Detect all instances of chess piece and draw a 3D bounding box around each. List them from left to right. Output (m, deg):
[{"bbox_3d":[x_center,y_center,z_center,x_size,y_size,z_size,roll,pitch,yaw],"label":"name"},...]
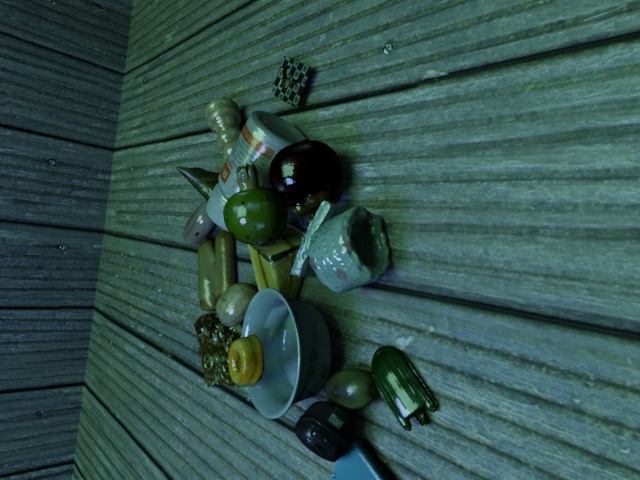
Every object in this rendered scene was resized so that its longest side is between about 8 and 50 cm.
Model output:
[{"bbox_3d":[-0.343,-0.399,1.723,0.142,0.142,0.261,-38,65,37],"label":"chess piece"}]

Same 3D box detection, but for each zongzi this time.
[{"bbox_3d":[-0.435,-0.194,1.723,0.094,0.204,0.205,-44,55,23],"label":"zongzi"}]

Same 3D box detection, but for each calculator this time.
[{"bbox_3d":[0.127,0.630,1.102,0.293,0.051,0.173,44,117,42],"label":"calculator"}]

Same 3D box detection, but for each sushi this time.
[{"bbox_3d":[-0.090,-0.532,1.525,0.201,0.031,0.139,44,117,45],"label":"sushi"}]

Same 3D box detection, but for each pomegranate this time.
[{"bbox_3d":[-0.195,-0.101,1.329,0.202,0.202,0.248,2,105,48],"label":"pomegranate"}]

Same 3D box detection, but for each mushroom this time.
[{"bbox_3d":[-0.279,0.222,1.544,0.166,0.166,0.127,-21,112,44],"label":"mushroom"}]

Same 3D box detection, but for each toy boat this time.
[{"bbox_3d":[0.188,0.344,1.076,0.104,0.052,0.210,-45,52,14],"label":"toy boat"}]

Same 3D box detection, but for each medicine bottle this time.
[{"bbox_3d":[-0.214,-0.214,1.479,0.372,0.211,0.211,-55,49,27],"label":"medicine bottle"}]

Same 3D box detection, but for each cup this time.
[{"bbox_3d":[-0.082,0.309,1.277,0.347,0.163,0.348,-11,76,56],"label":"cup"}]

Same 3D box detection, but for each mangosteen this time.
[{"bbox_3d":[-0.034,-0.160,1.293,0.211,0.211,0.250,-3,104,47],"label":"mangosteen"}]

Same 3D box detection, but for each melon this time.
[{"bbox_3d":[0.075,0.380,1.163,0.162,0.099,0.099,-19,71,46],"label":"melon"}]

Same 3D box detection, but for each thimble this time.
[{"bbox_3d":[0.076,0.019,1.161,0.149,0.185,0.211,-25,33,41],"label":"thimble"}]

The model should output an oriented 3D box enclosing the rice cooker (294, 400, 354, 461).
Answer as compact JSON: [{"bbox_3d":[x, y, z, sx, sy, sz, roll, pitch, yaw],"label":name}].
[{"bbox_3d":[0.010,0.489,1.163,0.142,0.118,0.203,38,152,2],"label":"rice cooker"}]

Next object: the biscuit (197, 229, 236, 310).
[{"bbox_3d":[-0.406,0.119,1.753,0.236,0.062,0.291,-20,69,45],"label":"biscuit"}]

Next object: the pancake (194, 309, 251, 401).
[{"bbox_3d":[-0.332,0.404,1.645,0.426,0.066,0.305,-6,87,46],"label":"pancake"}]

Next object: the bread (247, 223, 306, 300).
[{"bbox_3d":[-0.113,0.100,1.452,0.167,0.163,0.264,32,140,45],"label":"bread"}]

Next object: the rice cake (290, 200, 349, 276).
[{"bbox_3d":[0.000,0.000,1.280,0.043,0.127,0.237,35,108,33],"label":"rice cake"}]

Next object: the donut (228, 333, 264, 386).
[{"bbox_3d":[-0.215,0.341,1.280,0.152,0.058,0.152,-6,83,58],"label":"donut"}]

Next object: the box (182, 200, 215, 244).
[{"bbox_3d":[-0.480,-0.070,1.819,0.200,0.088,0.146,-44,25,30],"label":"box"}]
